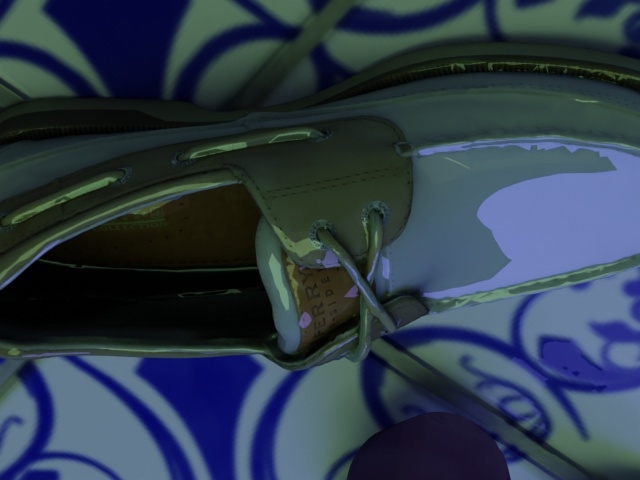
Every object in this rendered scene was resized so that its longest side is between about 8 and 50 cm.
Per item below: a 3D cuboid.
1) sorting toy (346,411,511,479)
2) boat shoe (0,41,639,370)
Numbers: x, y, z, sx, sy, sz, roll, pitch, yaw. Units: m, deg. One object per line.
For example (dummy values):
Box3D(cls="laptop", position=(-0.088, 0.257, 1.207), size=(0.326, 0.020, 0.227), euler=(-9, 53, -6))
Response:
Box3D(cls="sorting toy", position=(0.153, 0.200, 0.798), size=(0.365, 0.127, 0.126), euler=(32, 154, -12))
Box3D(cls="boat shoe", position=(0.000, 0.000, 0.646), size=(0.302, 0.103, 0.113), euler=(-6, 126, 12))
